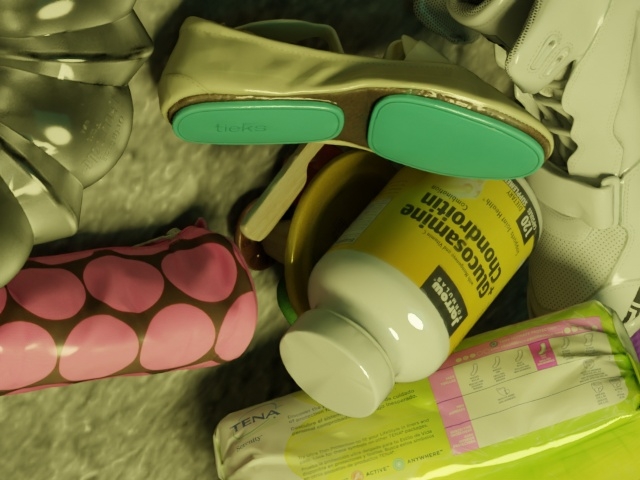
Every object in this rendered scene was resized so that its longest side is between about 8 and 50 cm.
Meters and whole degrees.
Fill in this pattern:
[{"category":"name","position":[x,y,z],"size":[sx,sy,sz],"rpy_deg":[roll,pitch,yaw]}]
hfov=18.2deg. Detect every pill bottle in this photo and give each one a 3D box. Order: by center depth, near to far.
[{"category":"pill bottle","position":[0.056,0.025,1.284],"size":[0.184,0.103,0.103],"rpy_deg":[-49,140,-31]}]

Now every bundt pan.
[{"category":"bundt pan","position":[-0.225,-0.103,1.023],"size":[0.331,0.124,0.331],"rpy_deg":[-11,110,-33]}]

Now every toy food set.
[{"category":"toy food set","position":[0.000,0.000,1.350],"size":[0.128,0.071,0.218],"rpy_deg":[-59,140,-20]}]

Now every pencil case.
[{"category":"pencil case","position":[-0.149,0.042,1.253],"size":[0.209,0.098,0.095],"rpy_deg":[-6,167,-32]}]

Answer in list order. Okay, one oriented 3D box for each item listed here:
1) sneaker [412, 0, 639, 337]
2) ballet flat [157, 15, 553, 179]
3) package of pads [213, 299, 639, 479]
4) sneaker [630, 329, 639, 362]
[{"category":"sneaker","position":[0.160,-0.092,1.349],"size":[0.210,0.137,0.366],"rpy_deg":[1,114,-33]},{"category":"ballet flat","position":[0.024,-0.096,1.240],"size":[0.248,0.086,0.086],"rpy_deg":[7,118,-10]},{"category":"package of pads","position":[0.089,0.168,1.402],"size":[0.296,0.101,0.229],"rpy_deg":[-18,146,2]},{"category":"sneaker","position":[0.202,0.151,1.559],"size":[0.095,0.104,0.236],"rpy_deg":[23,104,-41]}]
